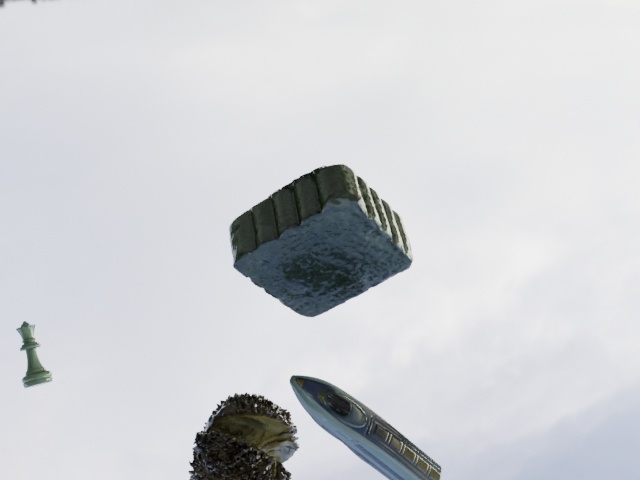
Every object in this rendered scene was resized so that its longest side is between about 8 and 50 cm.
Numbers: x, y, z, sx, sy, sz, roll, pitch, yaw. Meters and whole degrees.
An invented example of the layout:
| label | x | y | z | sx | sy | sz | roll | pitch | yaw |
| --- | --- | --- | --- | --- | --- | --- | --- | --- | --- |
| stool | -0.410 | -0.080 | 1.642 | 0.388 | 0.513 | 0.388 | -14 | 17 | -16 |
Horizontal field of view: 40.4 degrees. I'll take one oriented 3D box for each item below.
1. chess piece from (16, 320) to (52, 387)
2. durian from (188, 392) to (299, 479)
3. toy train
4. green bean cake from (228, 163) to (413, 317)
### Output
| label | x | y | z | sx | sy | sz | roll | pitch | yaw |
| --- | --- | --- | --- | --- | --- | --- | --- | --- | --- |
| chess piece | -0.409 | 0.159 | 1.230 | 0.042 | 0.093 | 0.042 | -16 | 171 | -3 |
| durian | -0.120 | 0.330 | 1.304 | 0.167 | 0.196 | 0.196 | 43 | -135 | -3 |
| toy train | 0.059 | 0.248 | 1.128 | 0.048 | 0.252 | 0.055 | -16 | -141 | 53 |
| green bean cake | 0.000 | 0.000 | 1.085 | 0.183 | 0.185 | 0.094 | -28 | -126 | 20 |
